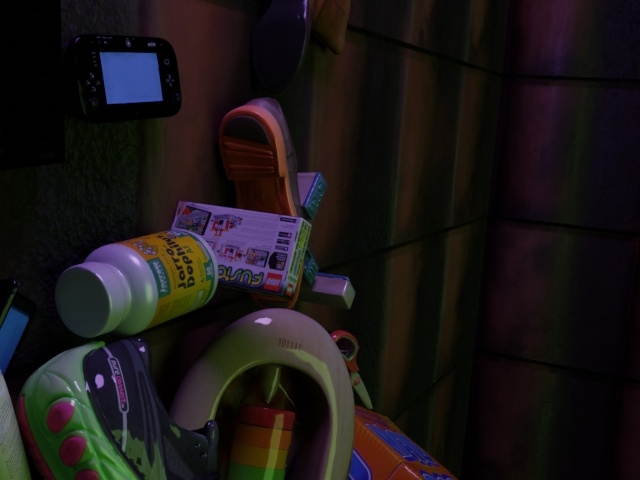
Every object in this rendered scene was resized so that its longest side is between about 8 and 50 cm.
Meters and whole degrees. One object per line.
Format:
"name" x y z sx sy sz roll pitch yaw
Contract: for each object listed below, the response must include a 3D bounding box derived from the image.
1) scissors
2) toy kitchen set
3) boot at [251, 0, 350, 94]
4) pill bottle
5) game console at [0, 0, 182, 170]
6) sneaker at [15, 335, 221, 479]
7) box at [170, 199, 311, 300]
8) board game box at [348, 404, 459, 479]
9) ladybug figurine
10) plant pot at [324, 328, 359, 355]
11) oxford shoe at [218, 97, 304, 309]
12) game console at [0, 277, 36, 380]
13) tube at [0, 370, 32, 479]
"scissors" 0.065 0.240 1.448 0.109 0.021 0.297 -59 146 -6
"toy kitchen set" 0.000 0.000 1.492 0.166 0.122 0.207 -68 152 -28
"boot" -0.025 -0.370 1.410 0.280 0.096 0.264 1 89 -72
"pill bottle" -0.232 0.055 1.023 0.208 0.118 0.117 -19 114 -62
"game console" -0.278 -0.204 0.937 0.361 0.044 0.213 -24 119 -62
"sneaker" -0.176 0.331 0.978 0.202 0.185 0.482 -38 115 -44
"box" -0.124 0.012 1.136 0.036 0.207 0.114 36 66 -62
"board game box" 0.083 0.543 1.421 0.356 0.356 0.356 -51 151 -1
"ladybug figurine" -0.109 0.327 1.242 0.305 0.162 0.449 19 78 -21
"plant pot" -0.029 0.254 1.484 0.167 0.167 0.165 2 104 -65
"oxford shoe" -0.074 -0.056 1.323 0.133 0.130 0.363 -53 145 -59
"game console" -0.343 0.111 0.867 0.071 0.107 0.122 31 66 -33
"tube" -0.347 0.264 0.878 0.062 0.070 0.240 -25 130 -41
